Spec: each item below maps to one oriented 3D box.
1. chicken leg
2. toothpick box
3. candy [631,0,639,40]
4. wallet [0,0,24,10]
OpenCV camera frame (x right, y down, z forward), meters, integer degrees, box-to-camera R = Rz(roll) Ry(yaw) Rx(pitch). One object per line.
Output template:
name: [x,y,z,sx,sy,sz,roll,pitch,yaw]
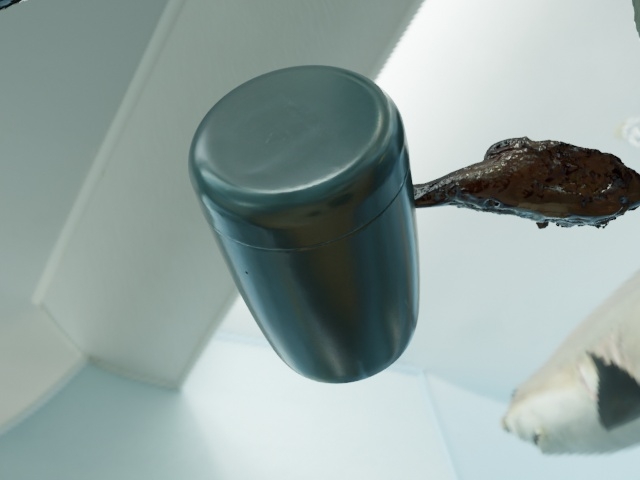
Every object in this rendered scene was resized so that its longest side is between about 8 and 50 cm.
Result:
chicken leg: [0.146,-0.037,0.833,0.205,0.053,0.093,10,-30,-11]
toothpick box: [0.000,0.000,0.655,0.120,0.120,0.184,-16,-43,-1]
candy: [0.381,-0.206,0.851,0.295,0.295,0.185,-41,-42,23]
wallet: [-0.136,-0.239,0.356,0.041,0.247,0.323,-18,-75,16]
